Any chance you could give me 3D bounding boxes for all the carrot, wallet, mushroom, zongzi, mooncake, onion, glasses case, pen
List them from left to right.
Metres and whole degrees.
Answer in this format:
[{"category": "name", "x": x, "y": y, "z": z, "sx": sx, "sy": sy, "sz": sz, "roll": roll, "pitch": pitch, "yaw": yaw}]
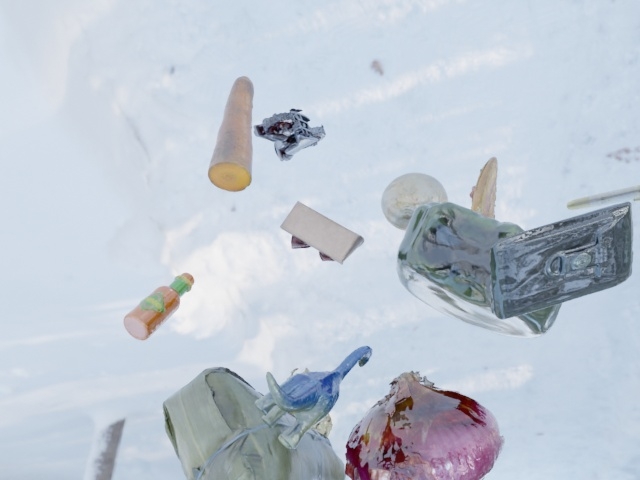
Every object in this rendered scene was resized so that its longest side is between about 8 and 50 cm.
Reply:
[{"category": "carrot", "x": -0.120, "y": -0.167, "z": 0.955, "sx": 0.061, "sy": 0.209, "sz": 0.061, "roll": 1, "pitch": 143, "yaw": 1}, {"category": "zongzi", "x": -0.051, "y": 0.410, "z": 1.027, "sx": 0.174, "sy": 0.393, "sz": 0.356, "roll": -47, "pitch": 128, "yaw": 2}, {"category": "glasses case", "x": 0.000, "y": 0.000, "z": 1.508, "sx": 0.193, "sy": 0.102, "sz": 0.070, "roll": 30, "pitch": 171, "yaw": 28}, {"category": "mushroom", "x": 0.303, "y": -0.109, "z": 2.039, "sx": 0.206, "sy": 0.206, "sz": 0.209, "roll": -24, "pitch": 143, "yaw": 34}, {"category": "onion", "x": 0.137, "y": 0.266, "z": 0.921, "sx": 0.230, "sy": 0.163, "sz": 0.230, "roll": -11, "pitch": -174, "yaw": 1}, {"category": "mooncake", "x": 0.331, "y": 0.060, "z": 1.357, "sx": 0.351, "sy": 0.187, "sz": 0.351, "roll": 23, "pitch": 165, "yaw": 6}, {"category": "wallet", "x": 0.393, "y": 0.037, "z": 1.073, "sx": 0.245, "sy": 0.052, "sz": 0.168, "roll": -17, "pitch": 126, "yaw": -5}, {"category": "pen", "x": 0.706, "y": -0.101, "z": 1.559, "sx": 0.233, "sy": 0.032, "sz": 0.040, "roll": -13, "pitch": 103, "yaw": 25}]

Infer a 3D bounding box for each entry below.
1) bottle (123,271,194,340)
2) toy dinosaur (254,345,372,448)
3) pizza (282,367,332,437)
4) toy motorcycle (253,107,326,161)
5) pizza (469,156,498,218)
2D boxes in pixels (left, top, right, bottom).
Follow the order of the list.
[{"category": "bottle", "x": -0.333, "y": 0.131, "z": 1.395, "sx": 0.069, "sy": 0.187, "sz": 0.069, "roll": 15, "pitch": 127, "yaw": 21}, {"category": "toy dinosaur", "x": 0.005, "y": 0.169, "z": 0.826, "sx": 0.075, "sy": 0.188, "sz": 0.247, "roll": 40, "pitch": 162, "yaw": 22}, {"category": "pizza", "x": -0.065, "y": 0.432, "z": 1.554, "sx": 0.189, "sy": 0.071, "sz": 0.297, "roll": 26, "pitch": 108, "yaw": -8}, {"category": "toy motorcycle", "x": -0.076, "y": -0.229, "z": 1.412, "sx": 0.122, "sy": 0.080, "sz": 0.215, "roll": -27, "pitch": 167, "yaw": 22}, {"category": "pizza", "x": 0.418, "y": -0.097, "z": 1.707, "sx": 0.053, "sy": 0.201, "sz": 0.193, "roll": 7, "pitch": 136, "yaw": 25}]
